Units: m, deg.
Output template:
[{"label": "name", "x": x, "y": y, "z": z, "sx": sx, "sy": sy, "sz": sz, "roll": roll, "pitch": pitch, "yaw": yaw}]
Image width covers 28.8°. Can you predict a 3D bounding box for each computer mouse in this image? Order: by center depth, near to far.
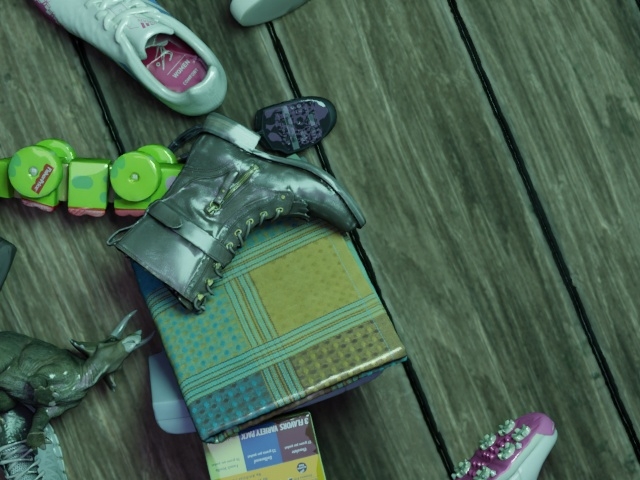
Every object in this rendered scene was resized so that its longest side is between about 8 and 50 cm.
[{"label": "computer mouse", "x": -0.095, "y": -0.143, "z": 1.693, "sx": 0.242, "sy": 0.041, "sz": 0.071, "roll": -14, "pitch": 101, "yaw": 1}]

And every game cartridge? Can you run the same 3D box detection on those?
[{"label": "game cartridge", "x": -0.071, "y": 0.158, "z": 1.588, "sx": 0.294, "sy": 0.196, "sz": 0.060, "roll": -15, "pitch": 108, "yaw": -4}]

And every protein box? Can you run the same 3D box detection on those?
[{"label": "protein box", "x": -0.061, "y": 0.321, "z": 1.572, "sx": 0.136, "sy": 0.200, "sz": 0.201, "roll": -13, "pitch": 88, "yaw": -4}]

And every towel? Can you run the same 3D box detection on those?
[{"label": "towel", "x": -0.080, "y": 0.063, "z": 1.566, "sx": 0.272, "sy": 0.040, "sz": 0.370, "roll": -23, "pitch": 49, "yaw": -6}]

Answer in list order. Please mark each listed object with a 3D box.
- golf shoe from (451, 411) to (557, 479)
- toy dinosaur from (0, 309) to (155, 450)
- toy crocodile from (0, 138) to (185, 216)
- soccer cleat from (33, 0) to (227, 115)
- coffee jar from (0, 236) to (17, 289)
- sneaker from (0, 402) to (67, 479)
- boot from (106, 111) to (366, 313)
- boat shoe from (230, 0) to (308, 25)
[{"label": "golf shoe", "x": 0.225, "y": 0.367, "z": 1.644, "sx": 0.140, "sy": 0.115, "sz": 0.306, "roll": 39, "pitch": 91, "yaw": -11}, {"label": "toy dinosaur", "x": -0.383, "y": 0.173, "z": 1.609, "sx": 0.314, "sy": 0.160, "sz": 0.121, "roll": 3, "pitch": 117, "yaw": 8}, {"label": "toy crocodile", "x": -0.291, "y": -0.073, "z": 1.629, "sx": 0.341, "sy": 0.115, "sz": 0.105, "roll": 3, "pitch": 101, "yaw": 1}, {"label": "soccer cleat", "x": -0.256, "y": -0.292, "z": 1.636, "sx": 0.331, "sy": 0.143, "sz": 0.116, "roll": 37, "pitch": 84, "yaw": 0}, {"label": "coffee jar", "x": -0.496, "y": 0.013, "z": 1.629, "sx": 0.184, "sy": 0.079, "sz": 0.096, "roll": 22, "pitch": 87, "yaw": -1}, {"label": "sneaker", "x": -0.366, "y": 0.303, "z": 1.588, "sx": 0.086, "sy": 0.132, "sz": 0.228, "roll": -28, "pitch": 88, "yaw": -5}, {"label": "boot", "x": -0.102, "y": -0.010, "z": 1.547, "sx": 0.263, "sy": 0.091, "sz": 0.229, "roll": 30, "pitch": 79, "yaw": 2}, {"label": "boat shoe", "x": -0.014, "y": -0.437, "z": 1.685, "sx": 0.341, "sy": 0.127, "sz": 0.158, "roll": -36, "pitch": 82, "yaw": -13}]
